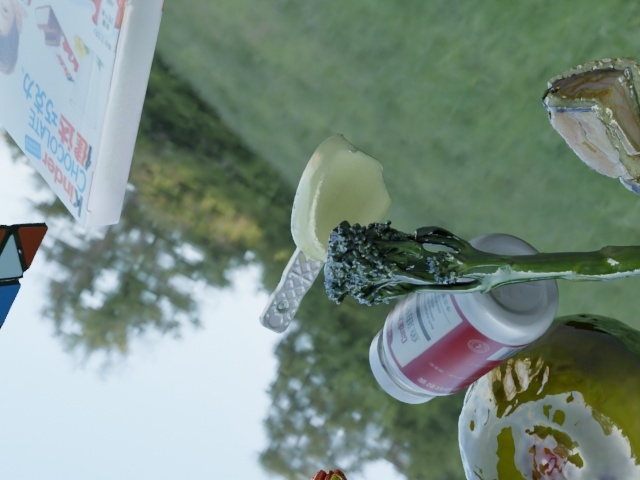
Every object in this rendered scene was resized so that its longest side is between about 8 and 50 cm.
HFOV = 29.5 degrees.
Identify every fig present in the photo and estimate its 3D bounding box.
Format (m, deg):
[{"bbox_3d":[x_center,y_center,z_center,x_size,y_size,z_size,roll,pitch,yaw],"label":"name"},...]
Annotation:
[{"bbox_3d":[0.363,0.254,1.608,0.343,0.343,0.343,28,-175,-3],"label":"fig"}]

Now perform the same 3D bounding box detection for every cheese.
[{"bbox_3d":[0.000,0.000,1.510,0.127,0.255,0.050,27,-177,-32],"label":"cheese"}]

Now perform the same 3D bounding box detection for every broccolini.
[{"bbox_3d":[0.197,0.017,1.103,0.392,0.079,0.074,-4,-155,-7],"label":"broccolini"}]

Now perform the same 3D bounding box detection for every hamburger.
[{"bbox_3d":[0.461,-0.183,1.928,0.208,0.135,0.155,48,162,-25],"label":"hamburger"}]

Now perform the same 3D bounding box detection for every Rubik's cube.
[{"bbox_3d":[-0.498,0.006,1.783,0.234,0.250,0.284,-30,-113,-34],"label":"Rubik's cube"}]

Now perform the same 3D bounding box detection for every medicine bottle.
[{"bbox_3d":[0.157,0.096,1.392,0.131,0.131,0.250,27,145,-12],"label":"medicine bottle"}]

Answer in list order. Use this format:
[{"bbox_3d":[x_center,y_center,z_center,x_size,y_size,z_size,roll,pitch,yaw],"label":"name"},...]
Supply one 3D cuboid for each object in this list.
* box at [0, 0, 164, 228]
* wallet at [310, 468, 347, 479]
[{"bbox_3d":[-0.253,-0.193,1.176,0.048,0.265,0.273,-13,-137,-37],"label":"box"},{"bbox_3d":[0.035,0.383,1.384,0.067,0.141,0.241,-11,125,34],"label":"wallet"}]
